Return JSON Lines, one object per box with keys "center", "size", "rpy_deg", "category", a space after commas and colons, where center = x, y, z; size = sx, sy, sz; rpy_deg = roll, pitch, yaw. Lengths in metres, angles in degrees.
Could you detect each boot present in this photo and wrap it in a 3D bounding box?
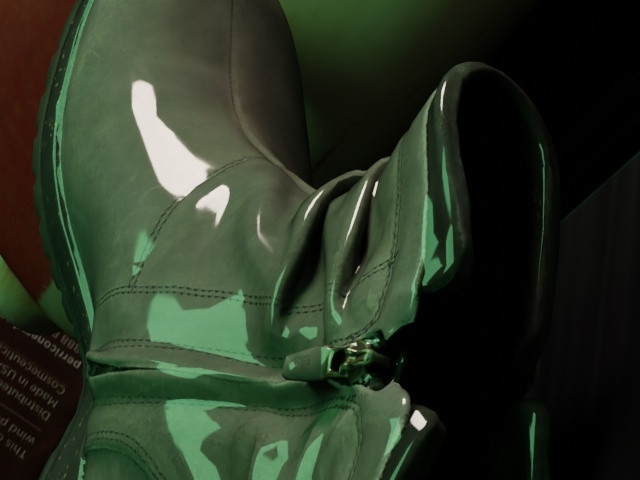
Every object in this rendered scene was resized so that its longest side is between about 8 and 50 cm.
{"center": [0.000, 0.000, 0.469], "size": [0.161, 0.083, 0.246], "rpy_deg": [-35, 44, 45], "category": "boot"}

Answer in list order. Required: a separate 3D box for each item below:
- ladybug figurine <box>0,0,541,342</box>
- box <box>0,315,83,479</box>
{"center": [0.004, -0.157, 0.702], "size": [0.449, 0.162, 0.305], "rpy_deg": [-53, 14, 5], "category": "ladybug figurine"}
{"center": [-0.222, 0.079, 0.861], "size": [0.203, 0.168, 0.167], "rpy_deg": [-27, 31, 60], "category": "box"}
